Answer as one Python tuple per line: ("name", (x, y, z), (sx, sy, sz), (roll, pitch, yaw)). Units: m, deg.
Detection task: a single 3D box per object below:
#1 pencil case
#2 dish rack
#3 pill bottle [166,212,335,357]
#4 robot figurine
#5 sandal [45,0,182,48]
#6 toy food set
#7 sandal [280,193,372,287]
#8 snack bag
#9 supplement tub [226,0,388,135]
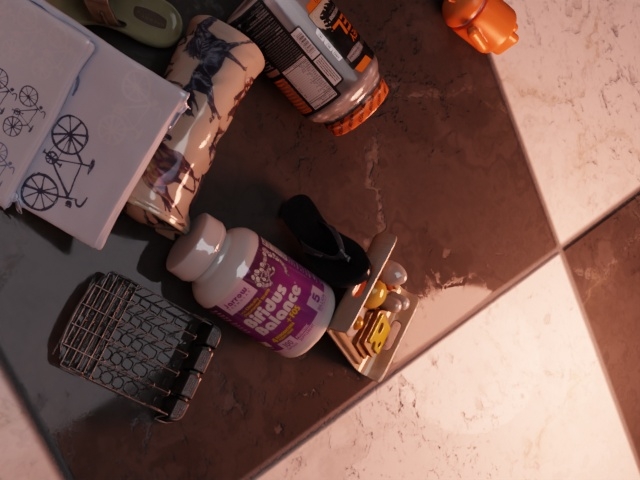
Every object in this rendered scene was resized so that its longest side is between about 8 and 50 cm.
("pencil case", (-0.239, -0.211, 1.325), (0.159, 0.183, 0.411), (21, 73, 1))
("dish rack", (-0.321, 0.188, 1.300), (0.271, 0.074, 0.208), (33, 69, -24))
("pill bottle", (-0.131, 0.081, 1.365), (0.301, 0.169, 0.169), (36, 69, -25))
("robot figurine", (0.382, -0.539, 1.750), (0.219, 0.128, 0.158), (29, 89, -27))
("sandal", (-0.363, -0.423, 1.274), (0.302, 0.086, 0.120), (6, 95, -43))
("toy food set", (0.128, 0.148, 1.498), (0.220, 0.092, 0.306), (-61, 151, -19))
("sandal", (-0.001, 0.000, 1.425), (0.097, 0.254, 0.054), (-43, 148, -4))
("snack bag", (-0.422, -0.180, 1.133), (0.342, 0.037, 0.323), (32, 105, -8))
("supplement tub", (-0.018, -0.374, 1.451), (0.316, 0.193, 0.194), (46, 65, -22))
